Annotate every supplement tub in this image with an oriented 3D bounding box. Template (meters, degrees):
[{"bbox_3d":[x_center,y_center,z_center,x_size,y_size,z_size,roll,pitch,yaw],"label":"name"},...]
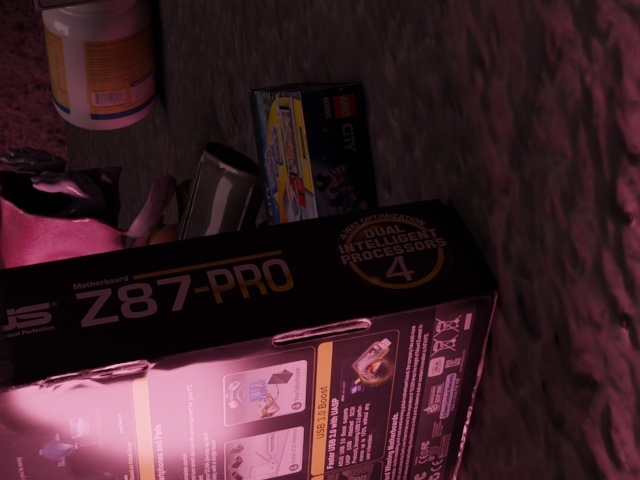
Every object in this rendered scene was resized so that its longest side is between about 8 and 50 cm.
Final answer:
[{"bbox_3d":[-0.292,-0.263,1.624,0.144,0.144,0.199,-116,22,-46],"label":"supplement tub"}]

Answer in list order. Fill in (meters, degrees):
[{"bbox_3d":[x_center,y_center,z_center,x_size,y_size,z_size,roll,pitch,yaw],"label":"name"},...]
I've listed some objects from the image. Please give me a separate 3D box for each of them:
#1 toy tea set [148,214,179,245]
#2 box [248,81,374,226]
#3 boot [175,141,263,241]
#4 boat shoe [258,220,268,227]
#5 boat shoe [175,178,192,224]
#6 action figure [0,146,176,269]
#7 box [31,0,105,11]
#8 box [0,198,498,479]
[{"bbox_3d":[-0.248,0.128,1.605,0.124,0.200,0.336,19,127,40],"label":"toy tea set"},{"bbox_3d":[0.000,0.000,0.910,0.159,0.044,0.233,-154,55,-73],"label":"box"},{"bbox_3d":[-0.125,0.008,1.157,0.190,0.076,0.208,26,113,50],"label":"boot"},{"bbox_3d":[-0.050,0.055,1.121,0.056,0.049,0.152,-130,35,-68],"label":"boat shoe"},{"bbox_3d":[-0.131,0.109,1.304,0.132,0.130,0.355,-135,37,-65],"label":"boat shoe"},{"bbox_3d":[-0.282,0.086,1.383,0.248,0.276,0.370,-68,-21,-73],"label":"action figure"},{"bbox_3d":[-0.249,-0.393,1.338,0.290,0.169,0.087,104,149,-54],"label":"box"},{"bbox_3d":[-0.075,0.168,0.774,0.394,0.318,0.097,93,160,-44],"label":"box"}]
